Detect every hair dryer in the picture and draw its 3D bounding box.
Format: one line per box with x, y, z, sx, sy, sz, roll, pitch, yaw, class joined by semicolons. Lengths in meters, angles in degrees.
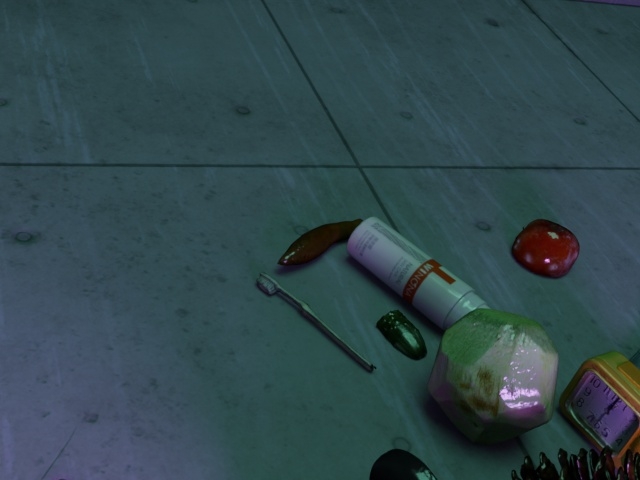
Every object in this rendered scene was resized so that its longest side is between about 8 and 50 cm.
0.072;0.398;1.279;0.320;0.284;0.155;-23;79;-40;hair dryer

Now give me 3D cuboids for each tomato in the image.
0.504;0.001;2.096;0.139;0.091;0.159;37;39;21;tomato

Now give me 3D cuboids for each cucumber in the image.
0.162;0.174;1.786;0.067;0.035;0.107;-17;51;-39;cucumber

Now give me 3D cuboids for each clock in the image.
0.534;0.307;1.682;0.096;0.143;0.202;-12;46;-36;clock

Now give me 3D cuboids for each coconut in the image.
0.295;0.237;1.630;0.236;0.235;0.204;23;4;6;coconut

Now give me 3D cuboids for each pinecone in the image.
0.407;0.420;1.435;0.292;0.246;0.246;14;35;19;pinecone

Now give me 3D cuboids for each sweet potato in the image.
0.000;-0.001;1.924;0.057;0.057;0.265;35;39;21;sweet potato

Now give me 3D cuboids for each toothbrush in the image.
-0.009;0.147;1.757;0.294;0.026;0.028;35;59;22;toothbrush

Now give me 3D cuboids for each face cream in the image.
0.205;0.086;1.860;0.345;0.102;0.102;38;41;26;face cream

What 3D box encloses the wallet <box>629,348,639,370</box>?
0.763;0.248;1.883;0.251;0.054;0.290;22;40;37;wallet
